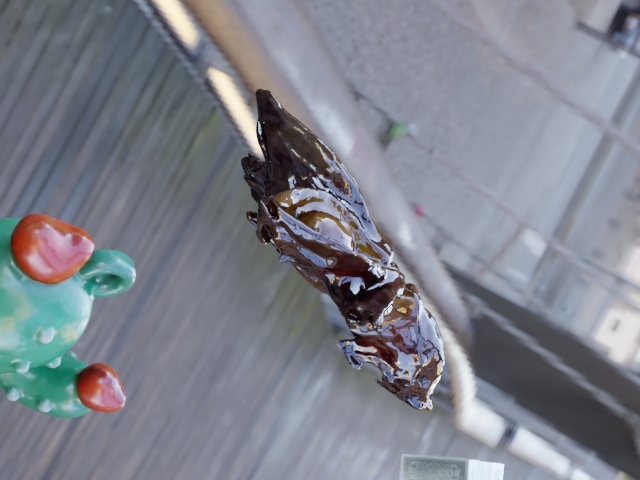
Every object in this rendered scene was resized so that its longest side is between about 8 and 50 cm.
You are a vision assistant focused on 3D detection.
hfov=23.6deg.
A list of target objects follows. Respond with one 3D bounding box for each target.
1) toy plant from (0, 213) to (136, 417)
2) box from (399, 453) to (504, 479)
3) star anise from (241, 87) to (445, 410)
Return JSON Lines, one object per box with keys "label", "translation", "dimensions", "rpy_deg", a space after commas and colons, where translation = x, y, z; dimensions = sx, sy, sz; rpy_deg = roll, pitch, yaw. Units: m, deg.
{"label": "toy plant", "translation": [-0.333, 0.080, 1.253], "dimensions": [0.279, 0.400, 0.185], "rpy_deg": [60, 14, -27]}
{"label": "box", "translation": [0.097, 0.170, 1.123], "dimensions": [0.083, 0.054, 0.024], "rpy_deg": [22, 73, -64]}
{"label": "star anise", "translation": [0.003, -0.003, 0.754], "dimensions": [0.053, 0.157, 0.212], "rpy_deg": [-32, 156, 5]}
